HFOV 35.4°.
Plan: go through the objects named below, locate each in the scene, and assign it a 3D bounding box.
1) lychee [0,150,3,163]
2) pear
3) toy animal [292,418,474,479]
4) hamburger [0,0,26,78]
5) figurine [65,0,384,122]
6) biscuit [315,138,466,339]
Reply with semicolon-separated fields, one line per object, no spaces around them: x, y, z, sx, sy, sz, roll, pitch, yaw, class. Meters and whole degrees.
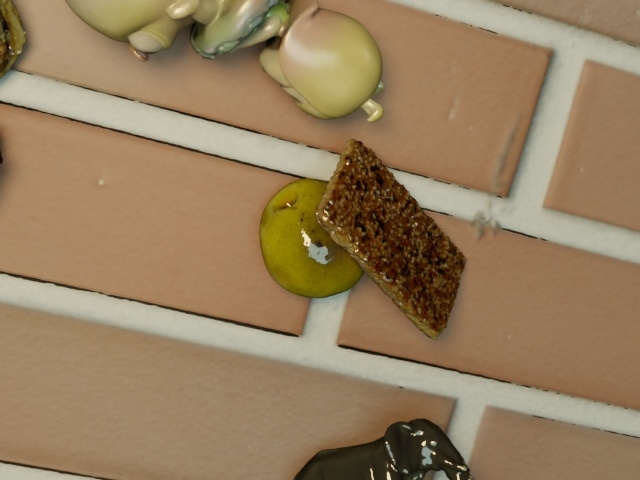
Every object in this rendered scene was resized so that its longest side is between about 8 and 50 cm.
-0.397;-0.083;1.043;0.129;0.123;0.123;-17;103;-8;lychee
0.000;0.000;1.146;0.141;0.104;0.141;-3;104;-13;pear
0.075;0.298;1.189;0.245;0.114;0.146;-13;66;-4;toy animal
-0.412;-0.245;1.020;0.183;0.130;0.206;-21;119;-10;hamburger
-0.068;-0.261;1.031;0.394;0.226;0.274;35;119;-24;figurine
0.088;0.000;1.142;0.231;0.025;0.131;45;50;-28;biscuit
